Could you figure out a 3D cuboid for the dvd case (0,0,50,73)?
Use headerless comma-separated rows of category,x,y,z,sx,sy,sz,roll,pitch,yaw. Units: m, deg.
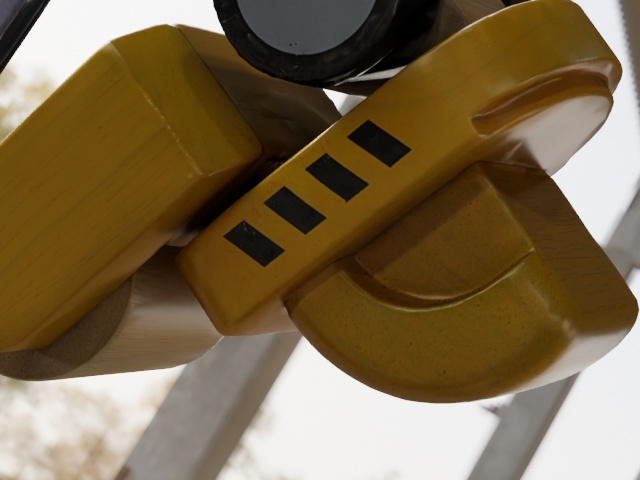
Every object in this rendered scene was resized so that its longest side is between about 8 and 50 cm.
dvd case,-0.184,-0.118,0.623,0.221,0.164,0.018,16,-35,17

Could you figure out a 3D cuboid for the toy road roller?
toy road roller,0.000,0.000,0.873,0.240,0.329,0.202,57,19,14
